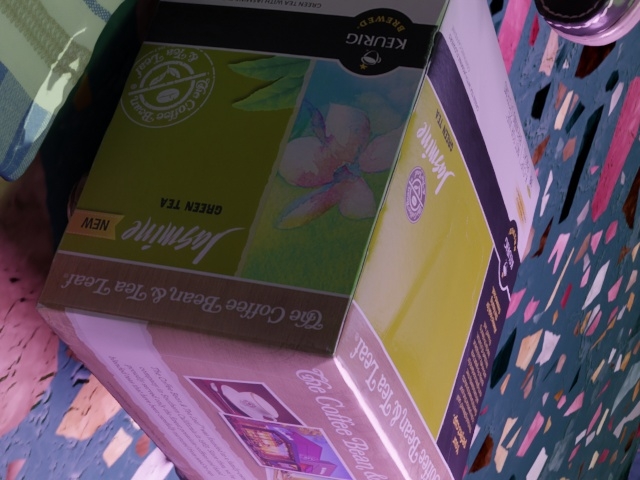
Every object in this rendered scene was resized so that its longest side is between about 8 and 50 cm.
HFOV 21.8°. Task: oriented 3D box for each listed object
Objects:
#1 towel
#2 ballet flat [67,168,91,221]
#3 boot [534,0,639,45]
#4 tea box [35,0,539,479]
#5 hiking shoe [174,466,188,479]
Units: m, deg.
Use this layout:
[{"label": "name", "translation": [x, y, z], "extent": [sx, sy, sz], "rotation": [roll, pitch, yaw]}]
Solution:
[{"label": "towel", "translation": [-0.165, -0.191, 1.011], "extent": [0.285, 0.034, 0.209], "rotation": [-60, 155, -13]}, {"label": "ballet flat", "translation": [-0.138, 0.018, 1.248], "extent": [0.250, 0.058, 0.084], "rotation": [52, 52, -60]}, {"label": "boot", "translation": [0.185, -0.356, 1.255], "extent": [0.284, 0.138, 0.377], "rotation": [10, 99, -50]}, {"label": "tea box", "translation": [0.000, 0.000, 1.206], "extent": [0.329, 0.220, 0.323], "rotation": [63, 40, -56]}, {"label": "hiking shoe", "translation": [-0.047, 0.121, 1.487], "extent": [0.227, 0.086, 0.114], "rotation": [-50, 155, -31]}]
